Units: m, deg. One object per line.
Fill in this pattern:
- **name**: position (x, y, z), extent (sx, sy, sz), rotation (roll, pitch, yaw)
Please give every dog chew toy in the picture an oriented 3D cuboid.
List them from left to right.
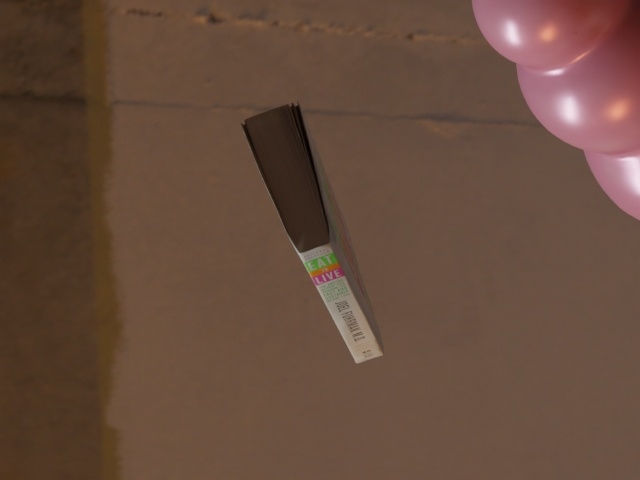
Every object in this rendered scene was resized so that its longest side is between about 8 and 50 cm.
- **dog chew toy**: position (0.249, -0.144, 1.205), extent (0.331, 0.206, 0.207), rotation (33, -112, -28)

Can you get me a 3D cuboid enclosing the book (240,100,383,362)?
- **book**: position (0.000, 0.000, 0.893), extent (0.035, 0.144, 0.096), rotation (-20, -121, 4)
